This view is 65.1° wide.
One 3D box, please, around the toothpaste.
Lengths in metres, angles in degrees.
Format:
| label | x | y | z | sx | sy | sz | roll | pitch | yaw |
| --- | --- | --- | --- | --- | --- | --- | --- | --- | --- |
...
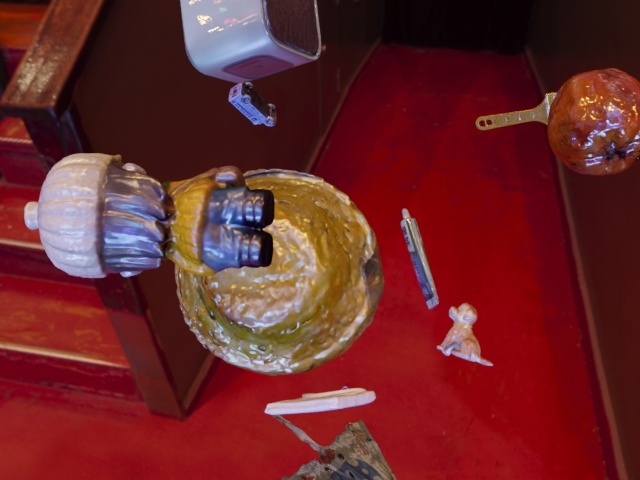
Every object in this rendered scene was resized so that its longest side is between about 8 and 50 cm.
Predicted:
| label | x | y | z | sx | sy | sz | roll | pitch | yaw |
| --- | --- | --- | --- | --- | --- | --- | --- | --- | --- |
| toothpaste | 0.365 | 0.061 | 1.870 | 0.061 | 0.098 | 0.392 | -9 | 71 | -11 |

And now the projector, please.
| label | x | y | z | sx | sy | sz | roll | pitch | yaw |
| --- | --- | --- | --- | --- | --- | --- | --- | --- | --- |
| projector | -0.170 | -0.552 | 1.247 | 0.249 | 0.248 | 0.248 | -6 | 2 | 32 |

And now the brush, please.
| label | x | y | z | sx | sy | sz | roll | pitch | yaw |
| --- | --- | --- | --- | --- | --- | --- | --- | --- | --- |
| brush | 0.550 | -0.334 | 1.353 | 0.272 | 0.103 | 0.013 | -1 | 31 | 40 |

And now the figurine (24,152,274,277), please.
| label | x | y | z | sx | sy | sz | roll | pitch | yaw |
| --- | --- | --- | --- | --- | --- | --- | --- | --- | --- |
| figurine | -0.239 | -0.032 | 0.707 | 0.332 | 0.185 | 0.204 | 5 | 2 | 21 |

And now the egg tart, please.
| label | x | y | z | sx | sy | sz | roll | pitch | yaw |
| --- | --- | --- | --- | --- | --- | --- | --- | --- | --- |
| egg tart | -0.093 | 0.052 | 1.007 | 0.443 | 0.178 | 0.443 | -1 | 81 | 4 |

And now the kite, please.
| label | x | y | z | sx | sy | sz | roll | pitch | yaw |
| --- | --- | --- | --- | --- | --- | --- | --- | --- | --- |
| kite | 0.033 | 0.420 | 0.946 | 0.368 | 0.014 | 0.406 | 29 | 12 | 23 |

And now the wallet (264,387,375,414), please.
| label | x | y | z | sx | sy | sz | roll | pitch | yaw |
| --- | --- | --- | --- | --- | --- | --- | --- | --- | --- |
| wallet | -0.002 | 0.288 | 0.898 | 0.183 | 0.031 | 0.124 | -19 | -17 | 40 |

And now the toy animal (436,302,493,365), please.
| label | x | y | z | sx | sy | sz | roll | pitch | yaw |
| --- | --- | --- | --- | --- | --- | --- | --- | --- | --- |
| toy animal | 0.506 | 0.309 | 1.673 | 0.184 | 0.104 | 0.185 | 13 | 71 | 31 |

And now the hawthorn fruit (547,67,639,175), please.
| label | x | y | z | sx | sy | sz | roll | pitch | yaw |
| --- | --- | --- | --- | --- | --- | --- | --- | --- | --- |
| hawthorn fruit | 0.463 | -0.195 | 0.840 | 0.173 | 0.173 | 0.179 | -23 | 58 | -21 |

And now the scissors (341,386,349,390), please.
| label | x | y | z | sx | sy | sz | roll | pitch | yaw |
| --- | --- | --- | --- | --- | --- | --- | --- | --- | --- |
| scissors | 0.097 | 0.470 | 1.504 | 0.083 | 0.006 | 0.036 | 23 | 74 | 25 |

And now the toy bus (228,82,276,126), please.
| label | x | y | z | sx | sy | sz | roll | pitch | yaw |
| --- | --- | --- | --- | --- | --- | --- | --- | --- | --- |
| toy bus | -0.215 | -0.432 | 1.616 | 0.076 | 0.167 | 0.073 | -20 | 51 | 30 |
